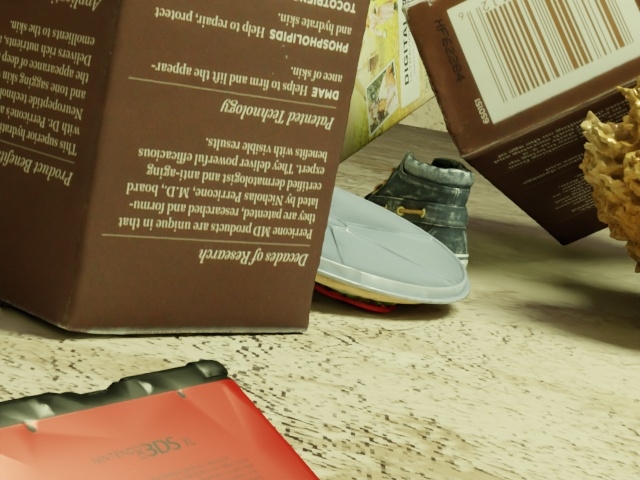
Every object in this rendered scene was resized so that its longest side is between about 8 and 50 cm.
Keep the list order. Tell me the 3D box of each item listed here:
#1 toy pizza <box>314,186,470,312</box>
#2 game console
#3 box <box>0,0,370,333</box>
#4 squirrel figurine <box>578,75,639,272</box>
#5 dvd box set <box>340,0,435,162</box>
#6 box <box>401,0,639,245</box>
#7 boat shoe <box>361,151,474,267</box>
[{"bbox_3d":[0.000,0.000,0.988,0.201,0.032,0.201,21,15,-6],"label":"toy pizza"},{"bbox_3d":[-0.077,0.086,0.449,0.124,0.085,0.144,47,23,19],"label":"game console"},{"bbox_3d":[-0.100,-0.069,0.814,0.167,0.203,0.168,2,11,-45],"label":"box"},{"bbox_3d":[0.369,-0.004,0.987,0.397,0.281,0.370,-2,16,13],"label":"squirrel figurine"},{"bbox_3d":[-0.004,-0.213,1.206,0.062,0.308,0.420,6,23,25],"label":"dvd box set"},{"bbox_3d":[0.225,-0.120,1.260,0.191,0.143,0.381,-24,-19,14],"label":"box"},{"bbox_3d":[0.066,-0.029,1.175,0.065,0.083,0.183,7,9,-24],"label":"boat shoe"}]
